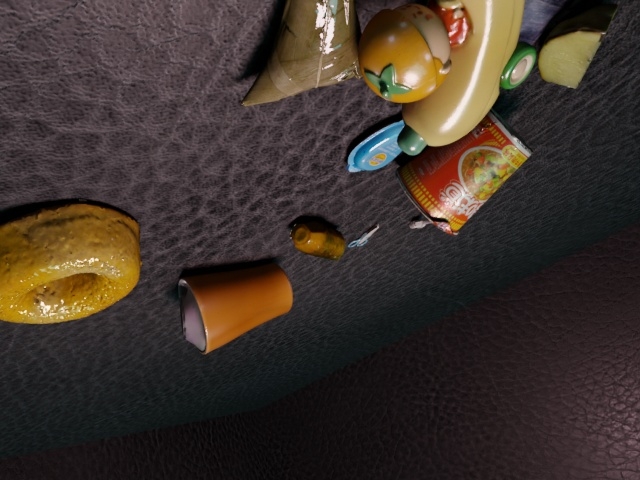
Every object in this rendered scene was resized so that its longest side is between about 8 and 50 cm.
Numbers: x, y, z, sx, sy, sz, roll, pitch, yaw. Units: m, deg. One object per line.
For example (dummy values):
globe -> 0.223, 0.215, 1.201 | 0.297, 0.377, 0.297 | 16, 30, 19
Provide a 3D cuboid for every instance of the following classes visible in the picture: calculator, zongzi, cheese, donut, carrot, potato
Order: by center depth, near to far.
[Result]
zongzi -> -0.044, -0.243, 0.573 | 0.178, 0.081, 0.189 | -19, 153, 6
calculator -> 0.251, -0.327, 0.710 | 0.261, 0.021, 0.161 | -2, 151, -37
potato -> 0.408, -0.335, 0.773 | 0.120, 0.081, 0.149 | -62, 162, -7
donut -> -0.436, 0.050, 0.827 | 0.277, 0.109, 0.278 | -18, 156, -8
cheese -> 0.146, -0.198, 0.883 | 0.256, 0.037, 0.106 | -37, 153, 29
carrot -> 0.000, 0.000, 1.133 | 0.082, 0.082, 0.173 | -33, 155, 25

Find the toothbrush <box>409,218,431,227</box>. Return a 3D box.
toothbrush -> 0.279, -0.053, 1.198 | 0.029, 0.025, 0.307 | -9, 177, -10

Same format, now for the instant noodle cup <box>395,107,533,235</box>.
instant noodle cup -> 0.286, -0.144, 0.962 | 0.212, 0.193, 0.193 | -43, 150, 26

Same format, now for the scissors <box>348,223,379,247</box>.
scissors -> 0.119, -0.011, 1.294 | 0.058, 0.014, 0.119 | -7, 156, -33

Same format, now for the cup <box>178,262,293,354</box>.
cup -> -0.219, 0.148, 1.194 | 0.263, 0.183, 0.226 | -16, -170, -30

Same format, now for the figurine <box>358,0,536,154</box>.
figurine -> 0.139, -0.240, 0.579 | 0.222, 0.124, 0.325 | -35, 149, -8
